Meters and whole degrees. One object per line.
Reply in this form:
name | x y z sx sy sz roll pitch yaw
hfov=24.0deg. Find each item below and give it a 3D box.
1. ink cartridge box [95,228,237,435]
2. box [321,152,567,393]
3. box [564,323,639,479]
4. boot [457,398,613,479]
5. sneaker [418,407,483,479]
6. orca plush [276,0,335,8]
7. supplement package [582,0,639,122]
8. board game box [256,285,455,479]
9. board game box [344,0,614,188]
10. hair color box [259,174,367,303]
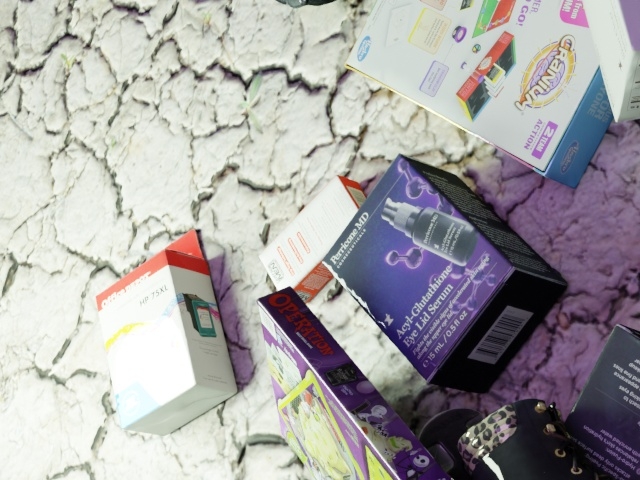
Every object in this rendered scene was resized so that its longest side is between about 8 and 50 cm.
ink cartridge box | -0.195 0.105 1.838 0.134 0.078 0.231 -33 59 30
box | 0.126 0.034 1.564 0.207 0.108 0.153 47 110 37
box | 0.314 0.185 1.374 0.156 0.093 0.158 34 100 40
boot | 0.235 0.205 1.319 0.236 0.085 0.178 -34 51 20
sneaker | 0.206 0.319 1.426 0.330 0.122 0.146 53 155 29
orca plush | 0.048 -0.337 1.740 0.287 0.102 0.151 -39 35 43
supplement package | 0.344 -0.269 1.378 0.204 0.145 0.262 -11 67 2
board game box | 0.040 0.219 1.511 0.347 0.056 0.208 48 150 47
board game box | 0.196 -0.229 1.601 0.316 0.064 0.242 35 102 40
hair color box | 0.000 0.000 1.723 0.141 0.043 0.072 -45 54 21
